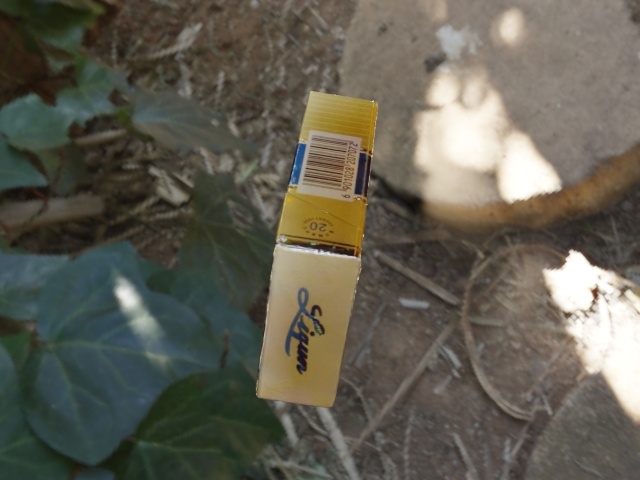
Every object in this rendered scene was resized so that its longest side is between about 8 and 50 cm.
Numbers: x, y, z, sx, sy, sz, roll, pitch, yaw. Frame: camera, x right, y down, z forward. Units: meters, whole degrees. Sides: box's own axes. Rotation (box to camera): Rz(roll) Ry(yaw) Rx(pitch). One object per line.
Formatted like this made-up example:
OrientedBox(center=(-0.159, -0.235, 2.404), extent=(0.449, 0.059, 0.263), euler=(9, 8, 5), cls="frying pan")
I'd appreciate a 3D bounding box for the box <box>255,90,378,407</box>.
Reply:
OrientedBox(center=(0.001, 0.000, 0.900), extent=(0.070, 0.152, 0.237), euler=(11, 36, 2), cls="box")
